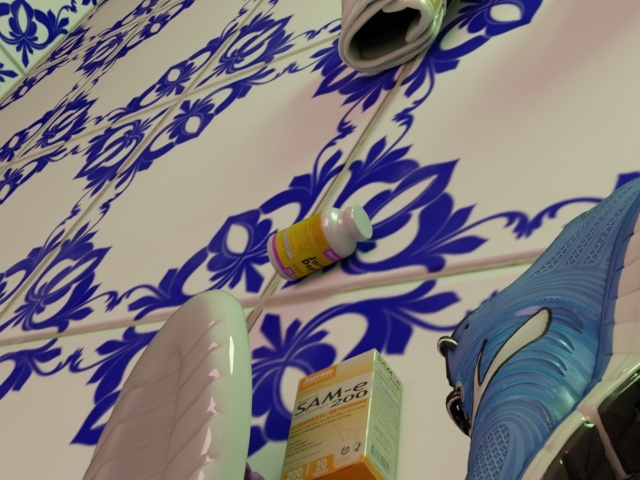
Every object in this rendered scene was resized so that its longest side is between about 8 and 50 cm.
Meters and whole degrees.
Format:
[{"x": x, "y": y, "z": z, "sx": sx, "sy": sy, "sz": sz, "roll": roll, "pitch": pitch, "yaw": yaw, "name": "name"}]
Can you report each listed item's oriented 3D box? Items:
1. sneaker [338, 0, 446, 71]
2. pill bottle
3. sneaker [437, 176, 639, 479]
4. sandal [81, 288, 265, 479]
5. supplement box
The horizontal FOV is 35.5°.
[{"x": 0.139, "y": -0.287, "z": 1.068, "sx": 0.292, "sy": 0.108, "sz": 0.169, "roll": -35, "pitch": 26, "yaw": 28, "name": "sneaker"}, {"x": 0.000, "y": 0.000, "z": 0.828, "sx": 0.083, "sy": 0.043, "sz": 0.043, "roll": -25, "pitch": 28, "yaw": 25, "name": "pill bottle"}, {"x": 0.121, "y": 0.095, "z": 0.462, "sx": 0.147, "sy": 0.130, "sz": 0.330, "roll": -28, "pitch": 20, "yaw": 52, "name": "sneaker"}, {"x": -0.073, "y": 0.211, "z": 0.526, "sx": 0.169, "sy": 0.102, "sz": 0.416, "roll": -39, "pitch": 33, "yaw": 34, "name": "sandal"}, {"x": 0.014, "y": 0.120, "z": 0.621, "sx": 0.062, "sy": 0.036, "sz": 0.098, "roll": -25, "pitch": 28, "yaw": 23, "name": "supplement box"}]
